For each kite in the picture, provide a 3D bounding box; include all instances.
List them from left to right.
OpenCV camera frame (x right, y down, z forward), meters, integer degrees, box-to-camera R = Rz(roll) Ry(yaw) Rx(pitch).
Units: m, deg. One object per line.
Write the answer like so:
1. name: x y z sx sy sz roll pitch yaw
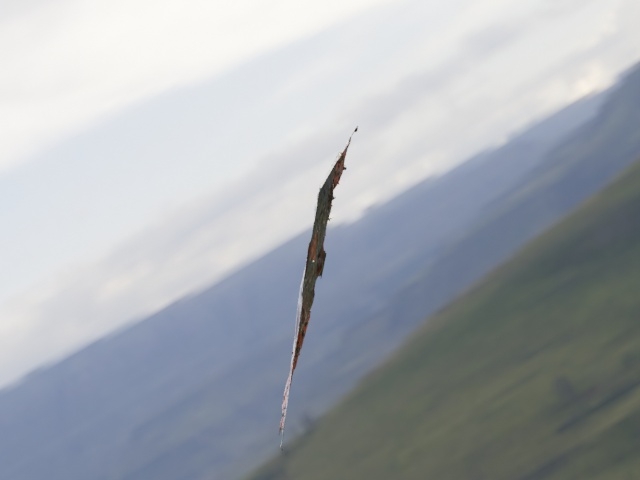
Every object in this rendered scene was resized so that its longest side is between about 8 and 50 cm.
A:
1. kite: -0.001 0.000 1.115 0.008 0.222 0.125 11 -25 4
